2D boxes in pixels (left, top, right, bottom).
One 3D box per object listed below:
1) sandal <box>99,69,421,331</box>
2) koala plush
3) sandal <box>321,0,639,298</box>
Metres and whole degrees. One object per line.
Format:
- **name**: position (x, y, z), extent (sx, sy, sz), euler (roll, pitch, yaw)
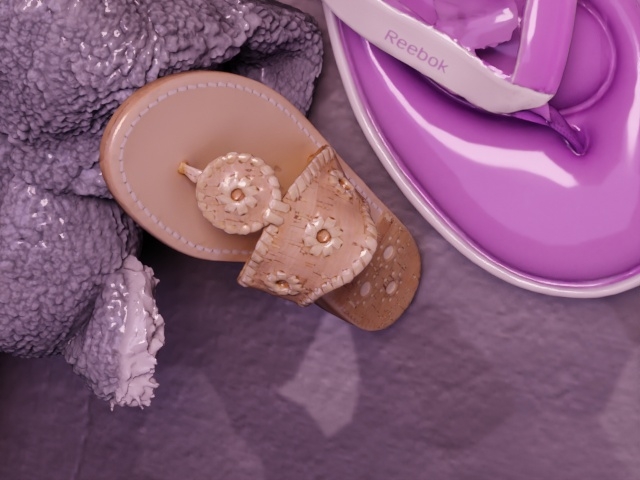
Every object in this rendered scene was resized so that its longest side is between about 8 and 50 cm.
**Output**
- **sandal**: position (0.003, -0.006, 0.682), extent (0.079, 0.240, 0.088), euler (25, 85, 37)
- **koala plush**: position (-0.133, -0.038, 0.718), extent (0.196, 0.203, 0.221), euler (22, 101, 11)
- **sandal**: position (0.057, -0.156, 0.701), extent (0.169, 0.102, 0.416), euler (-21, 95, 19)
